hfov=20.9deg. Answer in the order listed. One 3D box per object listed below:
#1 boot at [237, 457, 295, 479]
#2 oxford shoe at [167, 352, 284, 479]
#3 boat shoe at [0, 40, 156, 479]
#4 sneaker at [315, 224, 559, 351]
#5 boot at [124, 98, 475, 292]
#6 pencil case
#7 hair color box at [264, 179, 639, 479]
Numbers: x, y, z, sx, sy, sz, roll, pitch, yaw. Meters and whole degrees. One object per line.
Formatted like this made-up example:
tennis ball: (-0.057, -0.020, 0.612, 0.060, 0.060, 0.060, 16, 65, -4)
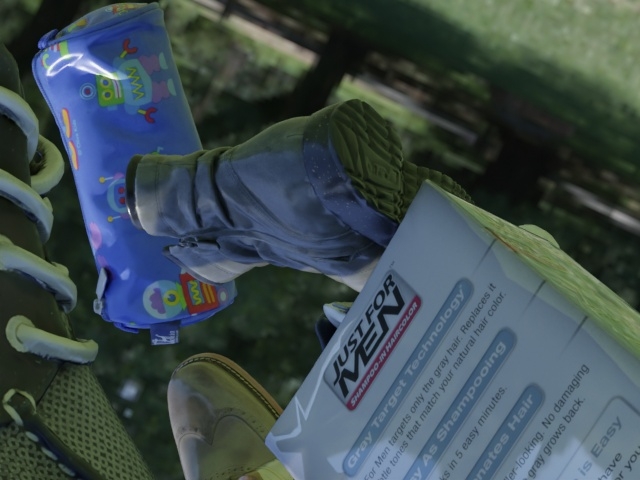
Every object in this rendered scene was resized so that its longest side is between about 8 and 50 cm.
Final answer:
boot: (0.070, 0.279, 1.612, 0.262, 0.095, 0.203, 46, -133, 16)
oxford shoe: (-0.068, 0.269, 1.695, 0.348, 0.123, 0.130, 62, -160, 12)
boat shoe: (-0.119, 0.014, 0.580, 0.341, 0.158, 0.127, 36, 170, -5)
sneaker: (0.076, 0.059, 1.197, 0.094, 0.235, 0.153, 11, 153, 52)
boot: (0.000, 0.000, 1.069, 0.161, 0.083, 0.246, -12, 144, 29)
pencil case: (-0.171, -0.060, 1.576, 0.133, 0.306, 0.119, -16, -174, -19)
hair color box: (0.134, 0.140, 0.876, 0.114, 0.185, 0.374, 23, -166, -38)
